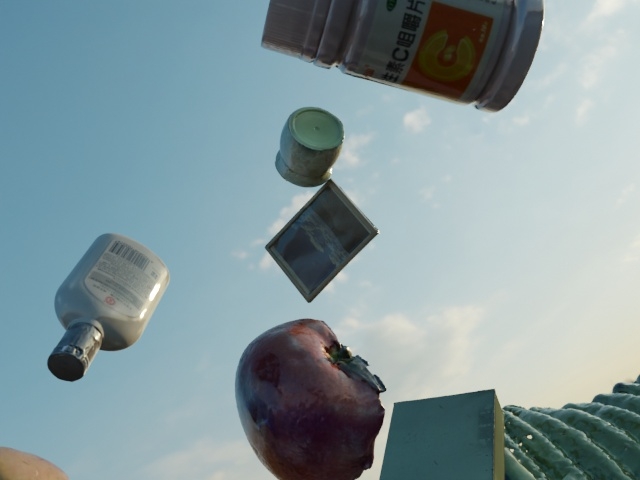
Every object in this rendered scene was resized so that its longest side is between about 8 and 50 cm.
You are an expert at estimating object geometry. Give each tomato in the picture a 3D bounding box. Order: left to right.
[{"bbox_3d":[-0.054,0.303,1.217,0.176,0.335,0.289,2,-61,-36],"label":"tomato"}]

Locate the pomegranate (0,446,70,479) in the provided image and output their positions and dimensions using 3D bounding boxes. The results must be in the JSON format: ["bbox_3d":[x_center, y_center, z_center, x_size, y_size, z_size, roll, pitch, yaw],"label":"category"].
[{"bbox_3d":[-0.527,0.479,1.152,0.252,0.270,0.229,40,-106,-32],"label":"pomegranate"}]

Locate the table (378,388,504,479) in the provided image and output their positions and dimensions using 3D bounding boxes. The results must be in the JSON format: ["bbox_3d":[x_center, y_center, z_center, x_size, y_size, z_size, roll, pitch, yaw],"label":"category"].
[{"bbox_3d":[0.132,0.278,0.707,0.122,0.111,0.240,-13,24,21],"label":"table"}]

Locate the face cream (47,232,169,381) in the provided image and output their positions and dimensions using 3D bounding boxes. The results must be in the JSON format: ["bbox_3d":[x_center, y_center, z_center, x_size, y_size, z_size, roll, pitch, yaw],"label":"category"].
[{"bbox_3d":[-0.325,0.098,1.048,0.144,0.291,0.071,34,-63,-15],"label":"face cream"}]

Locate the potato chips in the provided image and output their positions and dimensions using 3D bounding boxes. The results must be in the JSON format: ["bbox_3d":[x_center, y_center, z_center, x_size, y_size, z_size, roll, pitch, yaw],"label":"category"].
[{"bbox_3d":[0.441,0.310,1.102,0.373,0.097,0.389,-14,8,11],"label":"potato chips"}]

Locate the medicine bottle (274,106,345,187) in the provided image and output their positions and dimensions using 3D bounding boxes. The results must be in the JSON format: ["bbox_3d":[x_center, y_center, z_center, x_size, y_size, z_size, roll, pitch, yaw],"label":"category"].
[{"bbox_3d":[-0.026,-0.217,1.621,0.147,0.147,0.143,-18,-26,-27],"label":"medicine bottle"}]

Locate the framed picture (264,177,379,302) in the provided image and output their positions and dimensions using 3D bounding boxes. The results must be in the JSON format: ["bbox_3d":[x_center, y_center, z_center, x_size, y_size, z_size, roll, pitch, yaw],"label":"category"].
[{"bbox_3d":[0.000,0.000,1.689,0.260,0.189,0.023,-46,-18,20],"label":"framed picture"}]

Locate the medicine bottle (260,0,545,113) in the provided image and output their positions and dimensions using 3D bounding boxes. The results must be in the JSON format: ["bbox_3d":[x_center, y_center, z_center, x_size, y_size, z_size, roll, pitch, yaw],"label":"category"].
[{"bbox_3d":[0.076,-0.217,0.676,0.250,0.133,0.133,15,-38,-7],"label":"medicine bottle"}]
